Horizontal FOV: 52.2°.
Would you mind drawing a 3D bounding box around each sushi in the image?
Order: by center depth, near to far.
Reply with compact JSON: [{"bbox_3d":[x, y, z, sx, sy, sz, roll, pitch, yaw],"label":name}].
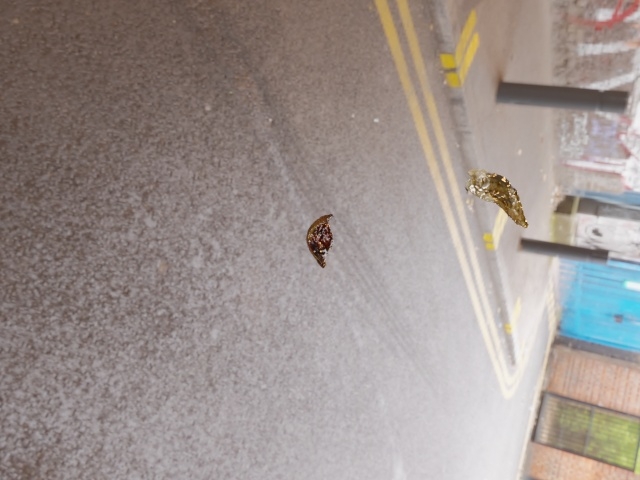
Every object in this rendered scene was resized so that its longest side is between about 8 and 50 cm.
[{"bbox_3d":[0.000,0.000,1.191,0.047,0.051,0.099,-146,-126,-68],"label":"sushi"}]

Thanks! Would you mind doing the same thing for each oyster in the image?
[{"bbox_3d":[0.216,-0.054,0.784,0.034,0.093,0.051,-46,-161,41],"label":"oyster"}]
